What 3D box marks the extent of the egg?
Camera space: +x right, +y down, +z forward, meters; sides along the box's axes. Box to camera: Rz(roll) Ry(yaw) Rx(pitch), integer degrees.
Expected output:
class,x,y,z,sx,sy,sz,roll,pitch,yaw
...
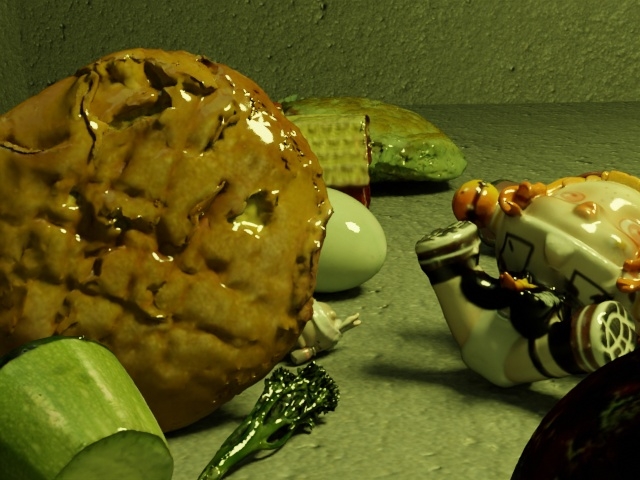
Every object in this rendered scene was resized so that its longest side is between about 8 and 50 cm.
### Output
class,x,y,z,sx,sy,sz,roll,pitch,yaw
egg,0.000,0.000,1.474,0.209,0.151,0.151,18,25,35

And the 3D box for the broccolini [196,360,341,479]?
class,x,y,z,sx,sy,sz,roll,pitch,yaw
broccolini,-0.057,0.190,1.009,0.074,0.058,0.201,-10,23,40

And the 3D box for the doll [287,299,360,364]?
class,x,y,z,sx,sy,sz,roll,pitch,yaw
doll,-0.015,0.110,1.236,0.127,0.073,0.084,-5,47,12

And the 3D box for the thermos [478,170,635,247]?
class,x,y,z,sx,sy,sz,roll,pitch,yaw
thermos,0.384,-0.022,1.505,0.136,0.109,0.330,-40,30,-23

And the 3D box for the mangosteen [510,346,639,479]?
class,x,y,z,sx,sy,sz,roll,pitch,yaw
mangosteen,0.218,0.186,0.526,0.288,0.288,0.288,-4,15,1

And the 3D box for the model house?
class,x,y,z,sx,sy,sz,roll,pitch,yaw
model house,-0.011,-0.091,1.621,0.196,0.254,0.160,-3,18,7

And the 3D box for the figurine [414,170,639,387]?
class,x,y,z,sx,sy,sz,roll,pitch,yaw
figurine,0.285,0.038,1.173,0.323,0.196,0.320,-24,47,-38

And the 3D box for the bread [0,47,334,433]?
class,x,y,z,sx,sy,sz,roll,pitch,yaw
bread,-0.184,0.003,1.082,0.398,0.398,0.215,-7,3,-13

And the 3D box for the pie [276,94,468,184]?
class,x,y,z,sx,sy,sz,roll,pitch,yaw
pie,0.093,-0.195,2.154,0.418,0.180,0.395,7,18,6

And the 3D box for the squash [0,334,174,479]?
class,x,y,z,sx,sy,sz,roll,pitch,yaw
squash,-0.205,0.178,0.859,0.170,0.170,0.123,-16,33,-37
